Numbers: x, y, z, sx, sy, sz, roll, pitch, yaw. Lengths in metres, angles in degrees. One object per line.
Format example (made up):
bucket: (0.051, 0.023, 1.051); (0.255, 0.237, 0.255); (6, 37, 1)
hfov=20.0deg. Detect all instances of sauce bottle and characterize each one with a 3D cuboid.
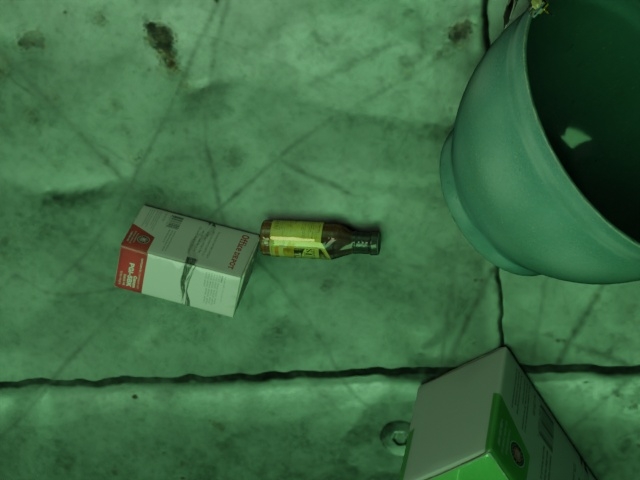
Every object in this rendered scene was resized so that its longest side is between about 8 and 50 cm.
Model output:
sauce bottle: (0.000, 0.000, 1.946); (0.128, 0.042, 0.042); (3, 118, 11)

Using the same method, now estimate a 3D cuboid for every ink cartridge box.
ink cartridge box: (-0.142, 0.022, 1.953); (0.135, 0.099, 0.056); (15, 119, 4)
ink cartridge box: (0.218, 0.297, 1.965); (0.121, 0.211, 0.289); (-27, 109, 22)

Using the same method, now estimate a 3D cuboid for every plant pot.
plant pot: (0.240, -0.079, 1.741); (0.293, 0.293, 0.196); (44, 137, -13)

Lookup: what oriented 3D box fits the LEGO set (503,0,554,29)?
LEGO set: (0.166, -0.375, 1.633); (0.192, 0.255, 0.331); (15, 104, -46)
